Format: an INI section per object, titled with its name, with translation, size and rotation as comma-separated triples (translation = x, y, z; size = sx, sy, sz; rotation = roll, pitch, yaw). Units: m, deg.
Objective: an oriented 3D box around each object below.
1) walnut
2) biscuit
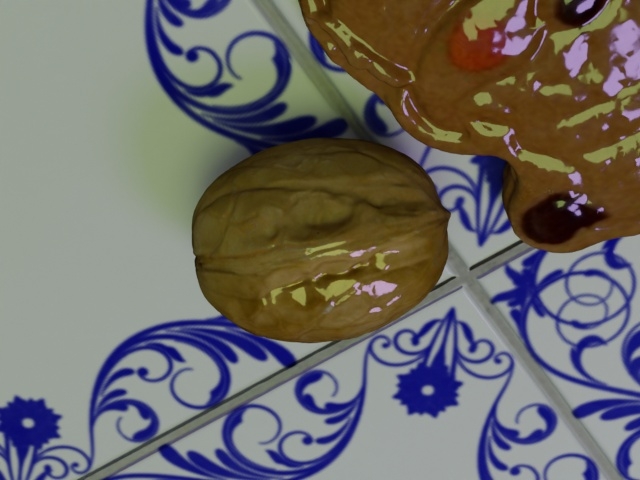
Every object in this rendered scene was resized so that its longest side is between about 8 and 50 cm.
[walnut]
translation = 0.000, 0.000, 1.194
size = 0.207, 0.159, 0.159
rotation = -11, 121, 9
[biscuit]
translation = 0.187, -0.193, 1.127
size = 0.455, 0.078, 0.350
rotation = 40, 110, -21
